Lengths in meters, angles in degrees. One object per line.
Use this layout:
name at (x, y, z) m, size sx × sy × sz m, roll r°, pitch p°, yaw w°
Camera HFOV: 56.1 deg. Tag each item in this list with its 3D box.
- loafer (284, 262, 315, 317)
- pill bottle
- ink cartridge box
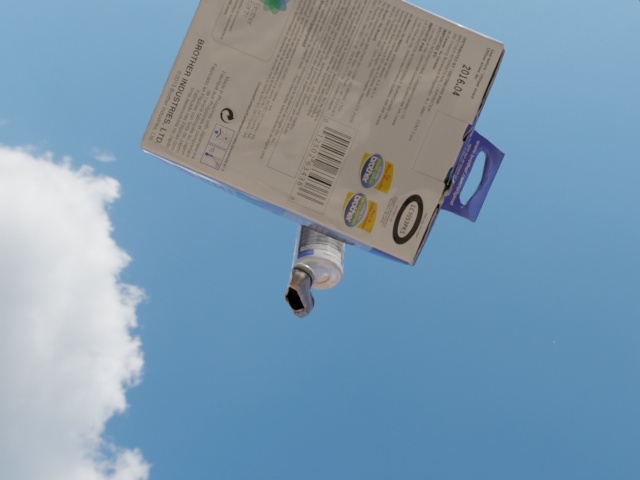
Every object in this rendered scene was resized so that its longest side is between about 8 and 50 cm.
loafer at (-0.034, 0.079, 0.847) m, size 0.045 × 0.125 × 0.039 m, roll 24°, pitch -123°, yaw 13°
pill bottle at (0.000, 0.000, 0.925) m, size 0.078 × 0.078 × 0.137 m, roll -11°, pitch -133°, yaw 19°
ink cartridge box at (0.031, -0.142, 0.715) m, size 0.395 × 0.151 × 0.270 m, roll 23°, pitch -89°, yaw 1°
